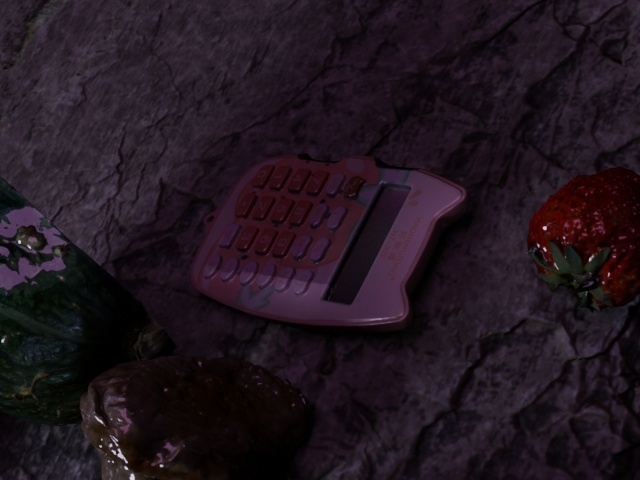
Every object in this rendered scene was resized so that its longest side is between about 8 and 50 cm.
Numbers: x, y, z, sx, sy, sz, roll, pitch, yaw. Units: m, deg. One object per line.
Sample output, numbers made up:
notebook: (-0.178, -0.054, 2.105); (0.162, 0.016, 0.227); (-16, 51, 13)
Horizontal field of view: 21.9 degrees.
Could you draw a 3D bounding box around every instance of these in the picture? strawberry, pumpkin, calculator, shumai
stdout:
strawberry: (0.278, -0.007, 1.607); (0.148, 0.131, 0.131); (-45, 48, -10)
pumpkin: (-0.306, 0.091, 1.742); (0.263, 0.293, 0.197); (35, 80, 31)
calculator: (0.000, 0.000, 1.807); (0.329, 0.048, 0.220); (11, 64, 37)
shumai: (-0.151, 0.215, 1.675); (0.184, 0.218, 0.185); (47, 128, 18)
